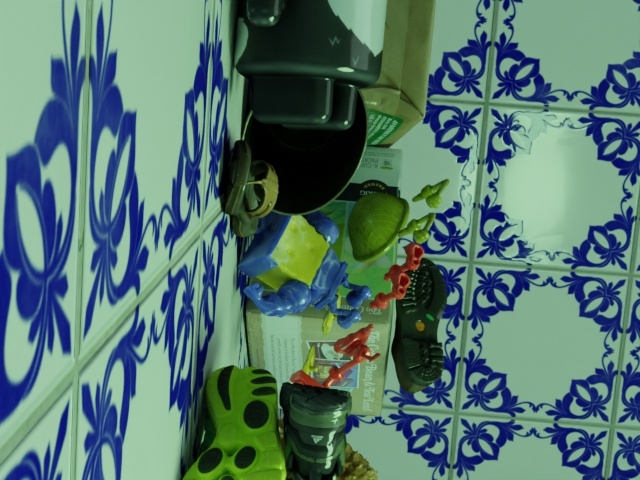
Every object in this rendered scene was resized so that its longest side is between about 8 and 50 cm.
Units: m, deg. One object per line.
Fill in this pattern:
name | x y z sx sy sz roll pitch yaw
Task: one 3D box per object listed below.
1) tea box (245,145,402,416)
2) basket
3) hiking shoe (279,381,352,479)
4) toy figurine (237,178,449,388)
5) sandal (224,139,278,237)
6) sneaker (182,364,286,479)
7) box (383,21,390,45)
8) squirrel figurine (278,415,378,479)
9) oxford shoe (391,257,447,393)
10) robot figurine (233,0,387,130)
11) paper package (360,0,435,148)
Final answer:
tea box | 0.010 0.068 1.909 0.329 0.220 0.323 90 4 -57
basket | -0.022 -0.163 1.599 0.227 0.154 0.204 -92 -158 -70
hiking shoe | -0.012 0.219 1.319 0.227 0.086 0.114 70 29 -84
toy figurine | 0.000 0.000 1.598 0.191 0.217 0.362 -32 -154 50
sandal | -0.079 -0.055 1.417 0.219 0.060 0.090 88 6 -71
sneaker | -0.085 0.255 1.274 0.295 0.110 0.123 -82 172 -60
box | 0.008 -0.332 1.570 0.225 0.037 0.136 51 32 -21
squirrel figurine | 0.008 0.509 2.282 0.370 0.281 0.396 -97 -168 -68
oxford shoe | 0.142 0.130 1.834 0.096 0.083 0.227 122 -20 -56
robot figurine | -0.007 -0.267 1.354 0.209 0.174 0.278 -173 -92 -80
paper package | 0.052 -0.296 1.920 0.325 0.168 0.309 143 -45 -69
